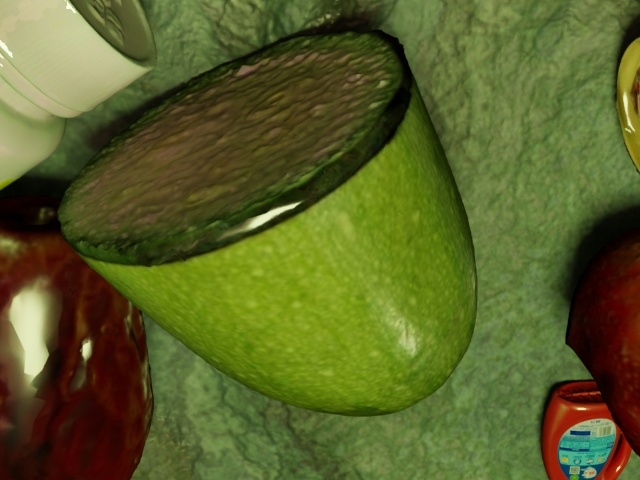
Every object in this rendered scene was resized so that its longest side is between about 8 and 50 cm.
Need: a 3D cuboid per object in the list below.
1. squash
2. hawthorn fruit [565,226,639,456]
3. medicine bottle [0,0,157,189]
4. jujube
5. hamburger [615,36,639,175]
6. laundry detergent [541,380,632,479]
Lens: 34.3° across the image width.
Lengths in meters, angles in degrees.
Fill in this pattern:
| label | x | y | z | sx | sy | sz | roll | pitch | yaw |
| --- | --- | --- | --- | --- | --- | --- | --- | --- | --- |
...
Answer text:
| label | x | y | z | sx | sy | sz | roll | pitch | yaw |
| --- | --- | --- | --- | --- | --- | --- | --- | --- | --- |
| squash | -0.013 | 0.029 | 0.877 | 0.310 | 0.310 | 0.308 | -21 | 121 | 9 |
| hawthorn fruit | 0.360 | 0.074 | 0.936 | 0.266 | 0.210 | 0.230 | -31 | 97 | -2 |
| medicine bottle | -0.339 | -0.117 | 0.839 | 0.379 | 0.213 | 0.213 | -31 | 110 | 13 |
| jujube | -0.260 | 0.120 | 0.942 | 0.223 | 0.223 | 0.318 | 6 | 113 | -3 |
| hamburger | 0.345 | -0.116 | 0.872 | 0.137 | 0.175 | 0.175 | -12 | 113 | -8 |
| laundry detergent | 0.276 | 0.226 | 1.078 | 0.097 | 0.049 | 0.165 | -2 | 116 | -3 |
